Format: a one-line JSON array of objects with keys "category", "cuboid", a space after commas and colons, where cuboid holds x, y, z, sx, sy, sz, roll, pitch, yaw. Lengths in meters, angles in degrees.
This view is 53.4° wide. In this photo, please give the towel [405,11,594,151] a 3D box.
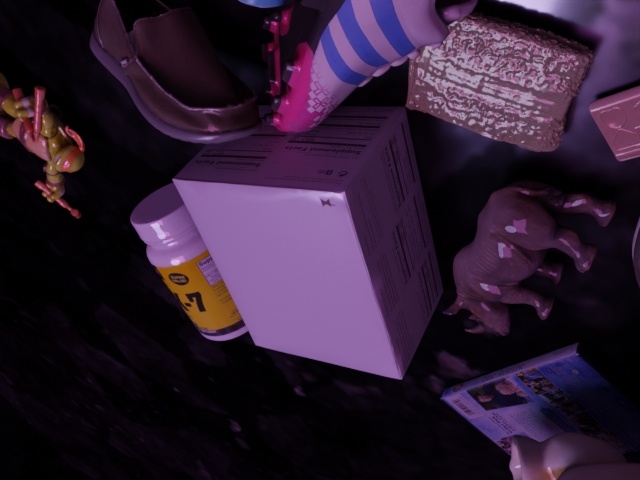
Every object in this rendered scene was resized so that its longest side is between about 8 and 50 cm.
[{"category": "towel", "cuboid": [0.146, -0.140, 0.546, 0.148, 0.027, 0.110, 22, 140, 17]}]

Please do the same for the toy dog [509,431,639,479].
[{"category": "toy dog", "cuboid": [0.410, 0.293, 0.605, 0.408, 0.284, 0.395, -4, 145, 9]}]

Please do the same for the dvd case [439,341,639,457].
[{"category": "dvd case", "cuboid": [0.299, 0.226, 0.827, 0.180, 0.022, 0.253, 40, 142, -8]}]

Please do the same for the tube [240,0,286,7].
[{"category": "tube", "cuboid": [-0.039, -0.294, 0.505, 0.080, 0.052, 0.207, 23, 135, 9]}]

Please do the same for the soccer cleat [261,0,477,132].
[{"category": "soccer cleat", "cuboid": [0.036, -0.166, 0.509, 0.143, 0.116, 0.331, -1, 170, -14]}]

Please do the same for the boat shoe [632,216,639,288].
[{"category": "boat shoe", "cuboid": [0.313, 0.007, 0.518, 0.109, 0.091, 0.305, 0, 134, 27]}]

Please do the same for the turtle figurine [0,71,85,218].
[{"category": "turtle figurine", "cuboid": [-0.398, -0.160, 0.874, 0.217, 0.087, 0.269, 35, 151, 11]}]

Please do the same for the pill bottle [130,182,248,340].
[{"category": "pill bottle", "cuboid": [-0.162, 0.028, 0.875, 0.119, 0.119, 0.208, -1, 130, 37]}]

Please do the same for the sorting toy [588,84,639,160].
[{"category": "sorting toy", "cuboid": [0.268, -0.100, 0.511, 0.083, 0.012, 0.062, -15, 123, 44]}]

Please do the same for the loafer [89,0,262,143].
[{"category": "loafer", "cuboid": [-0.152, -0.182, 0.631, 0.251, 0.094, 0.087, 39, 136, 26]}]

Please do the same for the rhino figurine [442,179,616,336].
[{"category": "rhino figurine", "cuboid": [0.193, 0.030, 0.656, 0.106, 0.073, 0.243, 24, 142, 8]}]

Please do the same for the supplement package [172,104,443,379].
[{"category": "supplement package", "cuboid": [0.000, 0.000, 0.706, 0.204, 0.145, 0.262, 7, 134, 30]}]
